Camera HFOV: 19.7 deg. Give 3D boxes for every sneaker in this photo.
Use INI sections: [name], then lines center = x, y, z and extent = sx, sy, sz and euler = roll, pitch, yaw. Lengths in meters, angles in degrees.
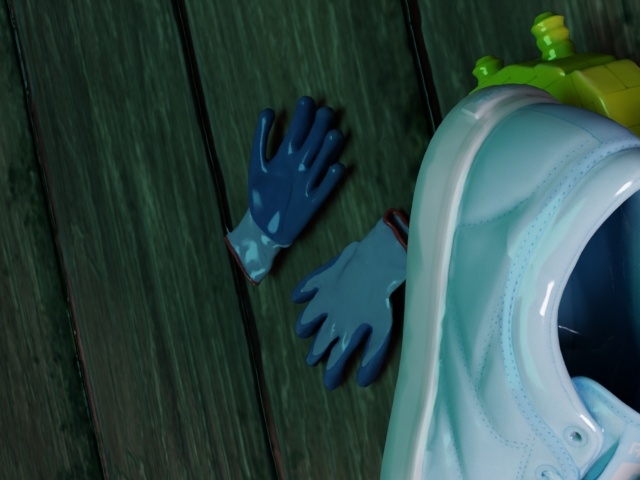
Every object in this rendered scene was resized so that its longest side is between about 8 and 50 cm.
[sneaker]
center = 0.122, 0.109, 0.962
extent = 0.150, 0.135, 0.366
euler = 25, 124, 53

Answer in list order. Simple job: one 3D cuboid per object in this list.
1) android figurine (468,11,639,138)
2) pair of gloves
[android figurine]
center = 0.155, 0.008, 1.041
extent = 0.248, 0.056, 0.273
euler = -38, 70, 56
[pair of gloves]
center = 0.000, 0.000, 1.280
extent = 0.198, 0.023, 0.159
euler = 57, 134, 26
